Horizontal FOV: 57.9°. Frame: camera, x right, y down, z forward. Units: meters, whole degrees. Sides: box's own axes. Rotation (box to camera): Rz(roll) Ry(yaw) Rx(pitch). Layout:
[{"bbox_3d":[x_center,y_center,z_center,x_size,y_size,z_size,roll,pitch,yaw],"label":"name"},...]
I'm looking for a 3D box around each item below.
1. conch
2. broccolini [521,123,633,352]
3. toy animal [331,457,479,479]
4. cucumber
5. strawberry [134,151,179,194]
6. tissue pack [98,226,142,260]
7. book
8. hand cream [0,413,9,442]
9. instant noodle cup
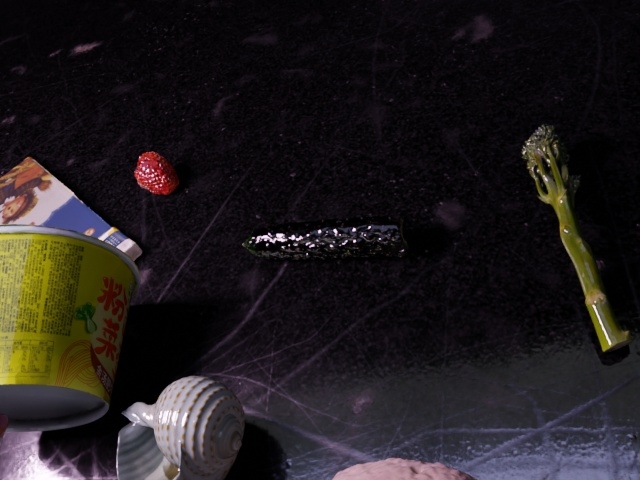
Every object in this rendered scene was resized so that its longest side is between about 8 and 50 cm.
[{"bbox_3d":[-0.178,0.266,0.771,0.200,0.131,0.172,-8,70,51],"label":"conch"},{"bbox_3d":[0.382,-0.016,0.857,0.074,0.078,0.391,-6,57,2],"label":"broccolini"},{"bbox_3d":[0.120,0.360,0.542,0.227,0.188,0.358,-26,48,6],"label":"toy animal"},{"bbox_3d":[-0.001,0.000,0.966,0.300,0.072,0.072,-4,51,19],"label":"cucumber"},{"bbox_3d":[-0.338,-0.135,1.199,0.096,0.083,0.083,35,66,3],"label":"strawberry"},{"bbox_3d":[-0.391,0.017,1.112,0.083,0.042,0.062,31,65,36],"label":"tissue pack"},{"bbox_3d":[-0.649,-0.008,1.229,0.428,0.039,0.300,31,67,37],"label":"book"},{"bbox_3d":[-0.516,0.393,0.752,0.078,0.125,0.340,3,78,55],"label":"hand cream"},{"bbox_3d":[-0.432,0.149,0.873,0.312,0.311,0.221,-13,58,10],"label":"instant noodle cup"}]
